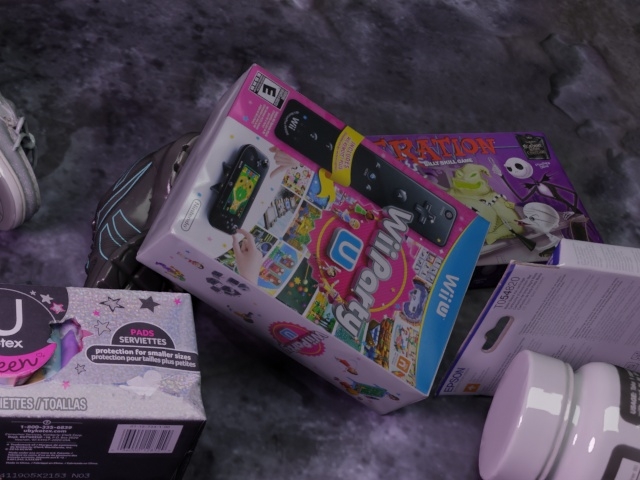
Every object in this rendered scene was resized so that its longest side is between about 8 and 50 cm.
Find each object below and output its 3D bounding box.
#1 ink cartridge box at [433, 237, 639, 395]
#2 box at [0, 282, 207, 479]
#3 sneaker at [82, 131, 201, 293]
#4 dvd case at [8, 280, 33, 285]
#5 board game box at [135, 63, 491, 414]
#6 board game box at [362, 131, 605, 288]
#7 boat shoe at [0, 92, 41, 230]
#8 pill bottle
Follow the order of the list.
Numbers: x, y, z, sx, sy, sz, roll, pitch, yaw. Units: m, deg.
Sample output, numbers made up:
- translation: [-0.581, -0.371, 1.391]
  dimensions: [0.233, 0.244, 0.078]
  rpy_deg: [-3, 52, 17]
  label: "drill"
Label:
- translation: [0.250, 0.087, 1.402]
  dimensions: [0.224, 0.223, 0.045]
  rpy_deg: [7, 47, -17]
  label: "ink cartridge box"
- translation: [-0.241, 0.135, 1.208]
  dimensions: [0.247, 0.163, 0.142]
  rpy_deg: [3, 50, -19]
  label: "box"
- translation: [-0.187, 0.008, 1.408]
  dimensions: [0.106, 0.101, 0.267]
  rpy_deg: [-2, 49, 40]
  label: "sneaker"
- translation: [-0.323, 0.084, 1.329]
  dimensions: [0.119, 0.013, 0.087]
  rpy_deg: [-12, 55, -28]
  label: "dvd case"
- translation: [0.000, 0.000, 1.383]
  dimensions: [0.303, 0.097, 0.224]
  rpy_deg: [33, 58, -16]
  label: "board game box"
- translation: [0.145, -0.037, 1.599]
  dimensions: [0.346, 0.056, 0.208]
  rpy_deg: [-4, 47, -24]
  label: "board game box"
- translation: [-0.359, -0.142, 1.452]
  dimensions: [0.103, 0.118, 0.320]
  rpy_deg: [-16, 50, -27]
  label: "boat shoe"
- translation: [0.311, 0.213, 1.354]
  dimensions: [0.283, 0.161, 0.161]
  rpy_deg: [19, 45, -4]
  label: "pill bottle"
